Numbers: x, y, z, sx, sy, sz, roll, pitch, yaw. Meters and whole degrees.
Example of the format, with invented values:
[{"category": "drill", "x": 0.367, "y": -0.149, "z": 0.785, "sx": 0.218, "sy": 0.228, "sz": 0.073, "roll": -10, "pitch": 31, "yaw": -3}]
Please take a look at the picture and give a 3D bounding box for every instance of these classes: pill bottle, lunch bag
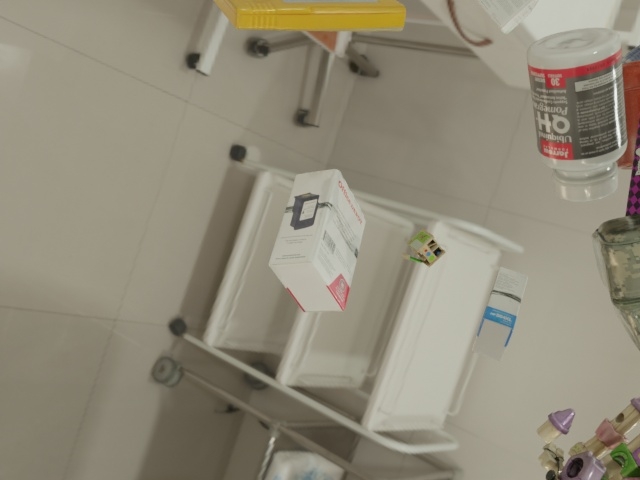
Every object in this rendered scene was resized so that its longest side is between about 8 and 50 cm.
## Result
[{"category": "pill bottle", "x": 0.522, "y": -0.248, "z": 1.497, "sx": 0.176, "sy": 0.176, "sz": 0.319, "roll": -37, "pitch": 123, "yaw": -36}, {"category": "lunch bag", "x": 0.542, "y": 0.085, "z": 1.114, "sx": 0.305, "sy": 0.212, "sz": 0.256, "roll": -22, "pitch": 100, "yaw": -74}]

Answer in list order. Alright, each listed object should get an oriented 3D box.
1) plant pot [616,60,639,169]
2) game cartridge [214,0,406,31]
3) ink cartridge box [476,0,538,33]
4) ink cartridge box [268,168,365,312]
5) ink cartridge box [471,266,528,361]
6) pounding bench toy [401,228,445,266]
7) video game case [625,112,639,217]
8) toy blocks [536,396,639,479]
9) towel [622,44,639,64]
[{"category": "plant pot", "x": 0.907, "y": -0.331, "z": 2.012, "sx": 0.272, "sy": 0.272, "sz": 0.265, "roll": -1, "pitch": 89, "yaw": -51}, {"category": "game cartridge", "x": -0.037, "y": -0.466, "z": 1.432, "sx": 0.323, "sy": 0.285, "sz": 0.053, "roll": -4, "pitch": 122, "yaw": -20}, {"category": "ink cartridge box", "x": 0.528, "y": -0.701, "z": 2.002, "sx": 0.224, "sy": 0.181, "sz": 0.056, "roll": -41, "pitch": 156, "yaw": 22}, {"category": "ink cartridge box", "x": 0.000, "y": 0.000, "z": 1.500, "sx": 0.172, "sy": 0.100, "sz": 0.237, "roll": 58, "pitch": 37, "yaw": -44}, {"category": "ink cartridge box", "x": 0.482, "y": 0.195, "z": 1.991, "sx": 0.148, "sy": 0.085, "sz": 0.203, "roll": 94, "pitch": 21, "yaw": -46}, {"category": "pounding bench toy", "x": 0.231, "y": 0.029, "z": 1.691, "sx": 0.083, "sy": 0.052, "sz": 0.065, "roll": -42, "pitch": 120, "yaw": -3}, {"category": "video game case", "x": 0.630, "y": -0.132, "z": 1.350, "sx": 0.210, "sy": 0.041, "sz": 0.232, "roll": 1, "pitch": 97, "yaw": -42}, {"category": "toy blocks", "x": 0.636, "y": 0.429, "z": 1.508, "sx": 0.309, "sy": 0.288, "sz": 0.260, "roll": 38, "pitch": 108, "yaw": -11}, {"category": "towel", "x": 0.958, "y": -0.468, "z": 2.193, "sx": 0.209, "sy": 0.285, "sz": 0.034, "roll": 49, "pitch": 45, "yaw": -3}]
